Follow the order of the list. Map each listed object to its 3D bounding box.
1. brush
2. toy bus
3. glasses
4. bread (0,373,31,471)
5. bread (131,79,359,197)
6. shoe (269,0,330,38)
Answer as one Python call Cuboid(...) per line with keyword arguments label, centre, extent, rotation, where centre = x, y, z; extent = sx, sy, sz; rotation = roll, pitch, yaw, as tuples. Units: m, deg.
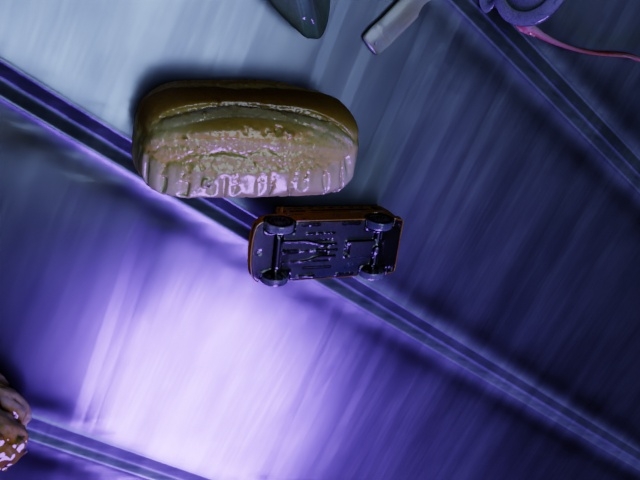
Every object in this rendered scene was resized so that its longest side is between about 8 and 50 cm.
Cuboid(label="brush", centre=(0.123, -0.286, 0.749), extent=(0.178, 0.030, 0.033), rotation=(-46, 131, 6))
Cuboid(label="toy bus", centre=(0.000, 0.000, 0.812), extent=(0.195, 0.088, 0.083), rotation=(-2, 115, -21))
Cuboid(label="glasses", centre=(0.339, -0.343, 0.794), extent=(0.268, 0.118, 0.234), rotation=(8, 112, -44))
Cuboid(label="bread", centre=(-0.512, 0.194, 0.677), extent=(0.278, 0.167, 0.324), rotation=(-31, 120, -3))
Cuboid(label="bread", centre=(-0.080, -0.112, 0.697), extent=(0.237, 0.140, 0.106), rotation=(-3, 119, -18))
Cuboid(label="shoe", centre=(-0.046, -0.302, 0.666), extent=(0.078, 0.079, 0.195), rotation=(-1, 131, 20))
